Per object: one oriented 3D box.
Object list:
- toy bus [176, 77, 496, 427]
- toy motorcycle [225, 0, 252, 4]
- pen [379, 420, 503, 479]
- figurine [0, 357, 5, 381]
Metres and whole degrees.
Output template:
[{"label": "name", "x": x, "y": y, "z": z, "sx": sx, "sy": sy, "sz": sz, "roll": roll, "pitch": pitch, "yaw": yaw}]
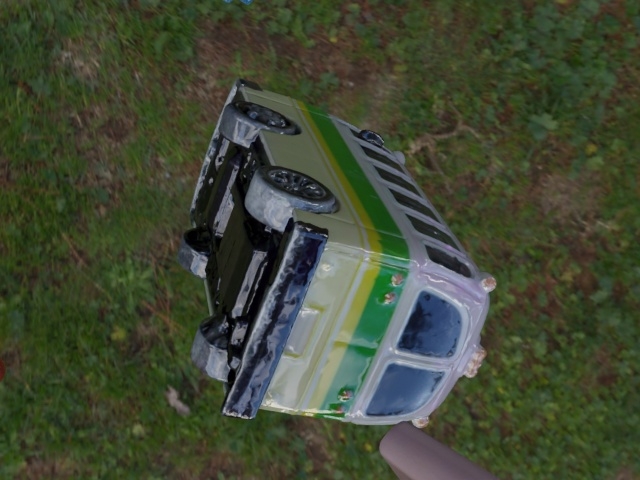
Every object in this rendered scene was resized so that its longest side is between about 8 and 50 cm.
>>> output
[{"label": "toy bus", "x": 0.000, "y": 0.000, "z": 0.727, "sx": 0.179, "sy": 0.305, "sz": 0.143, "roll": 14, "pitch": 112, "yaw": -19}, {"label": "toy motorcycle", "x": -0.187, "y": -0.353, "z": 0.912, "sx": 0.232, "sy": 0.172, "sz": 0.416, "roll": -51, "pitch": 141, "yaw": 13}, {"label": "pen", "x": 0.102, "y": 0.141, "z": 0.440, "sx": 0.032, "sy": 0.197, "sz": 0.053, "roll": -45, "pitch": 131, "yaw": -15}, {"label": "figurine", "x": -0.546, "y": 0.145, "z": 1.111, "sx": 0.270, "sy": 0.211, "sz": 0.261, "roll": 31, "pitch": 100, "yaw": -35}]
